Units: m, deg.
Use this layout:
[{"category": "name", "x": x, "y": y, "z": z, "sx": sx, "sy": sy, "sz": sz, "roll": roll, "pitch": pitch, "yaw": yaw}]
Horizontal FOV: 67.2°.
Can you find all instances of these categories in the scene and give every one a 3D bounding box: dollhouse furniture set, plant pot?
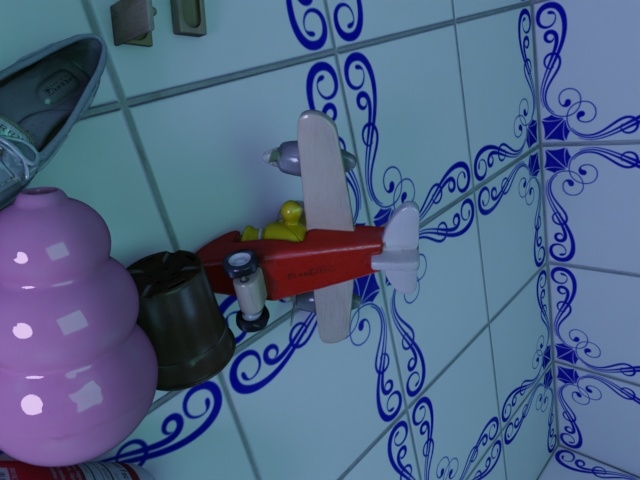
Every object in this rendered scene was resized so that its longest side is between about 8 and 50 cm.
[{"category": "dollhouse furniture set", "x": -0.224, "y": -0.375, "z": 0.733, "sx": 0.151, "sy": 0.123, "sz": 0.144, "roll": -13, "pitch": 105, "yaw": -42}, {"category": "plant pot", "x": -0.229, "y": 0.116, "z": 0.754, "sx": 0.167, "sy": 0.166, "sz": 0.165, "roll": -32, "pitch": 130, "yaw": -36}]

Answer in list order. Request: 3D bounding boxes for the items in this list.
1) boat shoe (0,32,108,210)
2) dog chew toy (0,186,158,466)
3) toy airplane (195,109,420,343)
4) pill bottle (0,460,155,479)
[{"category": "boat shoe", "x": -0.358, "y": -0.147, "z": 0.571, "sx": 0.118, "sy": 0.103, "sz": 0.321, "roll": 42, "pitch": 40, "yaw": -23}, {"category": "dog chew toy", "x": -0.314, "y": 0.101, "z": 0.587, "sx": 0.206, "sy": 0.206, "sz": 0.332, "roll": -17, "pitch": 116, "yaw": -41}, {"category": "toy airplane", "x": 0.000, "y": 0.000, "z": 0.907, "sx": 0.384, "sy": 0.272, "sz": 0.386, "roll": 30, "pitch": 108, "yaw": -30}, {"category": "pill bottle", "x": -0.365, "y": 0.425, "z": 0.653, "sx": 0.407, "sy": 0.228, "sz": 0.229, "roll": 27, "pitch": 78, "yaw": -43}]
